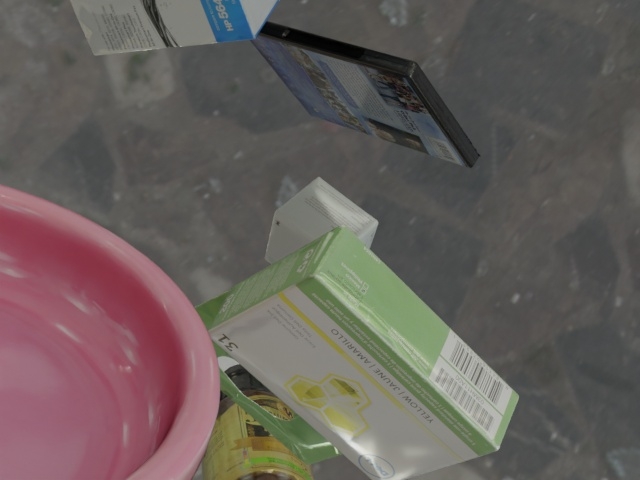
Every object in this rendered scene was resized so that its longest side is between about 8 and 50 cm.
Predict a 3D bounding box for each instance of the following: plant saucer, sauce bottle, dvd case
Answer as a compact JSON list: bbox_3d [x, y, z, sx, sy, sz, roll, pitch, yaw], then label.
[{"bbox_3d":[-0.221,0.075,0.719,0.332,0.332,0.084,24,121,13],"label":"plant saucer"},{"bbox_3d":[-0.068,0.218,1.385,0.111,0.344,0.111,-2,108,-7],"label":"sauce bottle"},{"bbox_3d":[0.043,-0.167,1.530,0.253,0.180,0.022,22,73,39],"label":"dvd case"}]

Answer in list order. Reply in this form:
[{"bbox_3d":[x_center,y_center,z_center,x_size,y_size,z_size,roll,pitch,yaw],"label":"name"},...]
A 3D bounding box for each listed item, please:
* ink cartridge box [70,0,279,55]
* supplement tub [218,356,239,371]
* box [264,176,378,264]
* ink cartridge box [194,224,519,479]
[{"bbox_3d":[-0.146,-0.278,1.470,0.203,0.148,0.086,-2,130,24],"label":"ink cartridge box"},{"bbox_3d":[-0.202,0.182,1.765,0.200,0.144,0.144,-11,104,34],"label":"supplement tub"},{"bbox_3d":[0.000,0.000,1.699,0.101,0.087,0.102,38,144,17],"label":"box"},{"bbox_3d":[-0.007,0.097,0.929,0.171,0.056,0.235,44,138,-16],"label":"ink cartridge box"}]
